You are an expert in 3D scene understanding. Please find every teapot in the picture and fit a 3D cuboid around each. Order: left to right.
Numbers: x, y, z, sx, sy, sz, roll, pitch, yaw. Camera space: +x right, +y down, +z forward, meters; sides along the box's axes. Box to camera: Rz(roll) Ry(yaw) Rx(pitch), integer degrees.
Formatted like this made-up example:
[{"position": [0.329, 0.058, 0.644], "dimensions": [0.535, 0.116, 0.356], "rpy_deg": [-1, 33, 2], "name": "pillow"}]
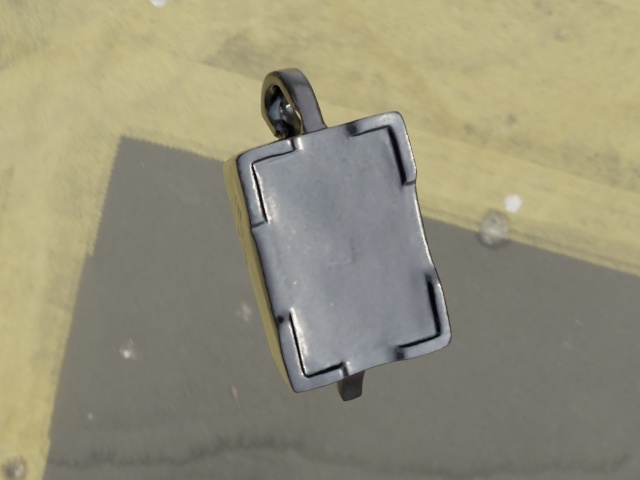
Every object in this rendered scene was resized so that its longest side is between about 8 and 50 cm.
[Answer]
[{"position": [0.000, 0.000, 0.757], "dimensions": [0.087, 0.096, 0.177], "rpy_deg": [-17, 100, -14], "name": "teapot"}]
